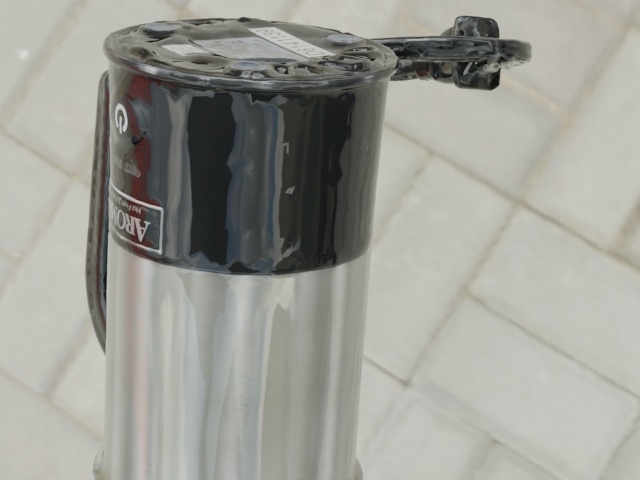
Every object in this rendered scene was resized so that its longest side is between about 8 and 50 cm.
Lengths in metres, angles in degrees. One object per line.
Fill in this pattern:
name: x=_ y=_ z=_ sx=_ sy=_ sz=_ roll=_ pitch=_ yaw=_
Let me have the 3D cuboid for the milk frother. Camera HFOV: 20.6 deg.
milk frother: x=0.000 y=0.000 z=0.544 sx=0.143 sy=0.129 sz=0.135 roll=-1 pitch=109 yaw=-14
